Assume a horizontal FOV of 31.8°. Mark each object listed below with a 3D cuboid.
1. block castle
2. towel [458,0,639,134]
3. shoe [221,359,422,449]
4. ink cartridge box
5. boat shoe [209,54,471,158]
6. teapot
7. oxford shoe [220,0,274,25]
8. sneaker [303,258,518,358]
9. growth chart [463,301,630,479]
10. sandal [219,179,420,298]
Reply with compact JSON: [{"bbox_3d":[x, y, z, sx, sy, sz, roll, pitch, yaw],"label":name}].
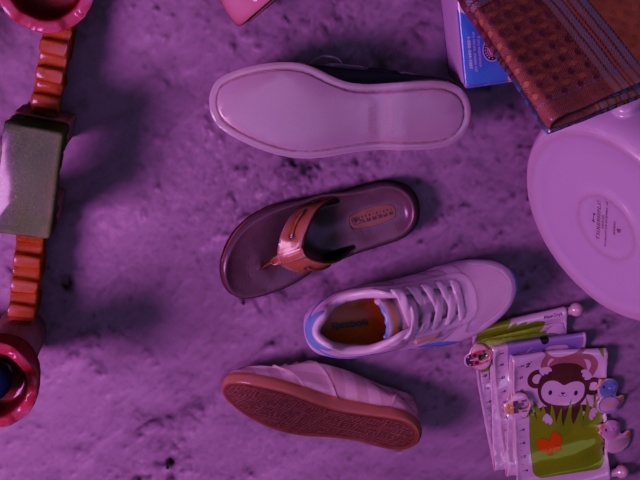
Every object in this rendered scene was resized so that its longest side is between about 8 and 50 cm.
[{"bbox_3d":[-0.377,-0.072,1.018,0.302,0.213,0.453,10,105,-8],"label":"block castle"},{"bbox_3d":[0.297,-0.261,1.004,0.370,0.040,0.271,-23,63,-10],"label":"towel"},{"bbox_3d":[0.002,0.170,1.207,0.219,0.058,0.077,15,135,-5],"label":"shoe"},{"bbox_3d":[0.218,-0.234,1.094,0.190,0.082,0.140,-9,106,-5],"label":"ink cartridge box"},{"bbox_3d":[0.018,-0.134,1.106,0.254,0.079,0.095,-4,104,-7],"label":"boat shoe"},{"bbox_3d":[0.339,-0.060,1.093,0.187,0.256,0.253,-32,86,-23],"label":"teapot"},{"bbox_3d":[0.023,-0.378,1.010,0.397,0.140,0.146,-43,100,6],"label":"oxford shoe"},{"bbox_3d":[0.096,0.075,1.156,0.228,0.092,0.087,-16,88,-2],"label":"sneaker"},{"bbox_3d":[0.252,0.180,1.246,0.171,0.021,0.237,-18,107,-1],"label":"growth chart"},{"bbox_3d":[0.000,0.000,1.151,0.219,0.060,0.090,-16,106,-1],"label":"sandal"}]
